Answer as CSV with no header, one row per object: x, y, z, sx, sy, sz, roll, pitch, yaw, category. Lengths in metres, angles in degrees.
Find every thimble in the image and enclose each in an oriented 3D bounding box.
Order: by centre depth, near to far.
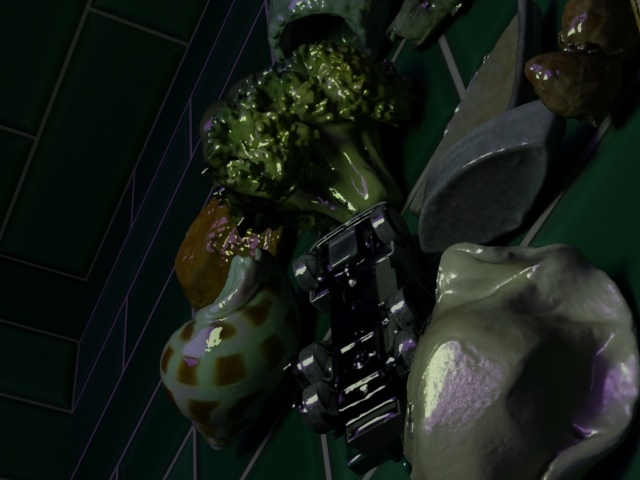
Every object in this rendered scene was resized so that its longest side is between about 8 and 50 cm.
0.016,-0.389,2.025,0.250,0.205,0.172,-23,51,54,thimble

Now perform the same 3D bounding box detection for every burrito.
0.180,-0.368,1.762,0.309,0.066,0.096,-38,33,58,burrito

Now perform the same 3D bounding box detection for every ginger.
0.290,-0.224,1.264,0.080,0.104,0.204,83,-149,-77,ginger

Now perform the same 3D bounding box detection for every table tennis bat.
0.000,0.000,2.023,0.083,0.007,0.050,-105,37,-56,table tennis bat

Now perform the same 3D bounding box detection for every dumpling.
0.197,0.157,1.158,0.243,0.187,0.318,-8,67,25,dumpling

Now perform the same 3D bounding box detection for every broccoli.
0.009,-0.122,1.811,0.281,0.348,0.293,52,171,32,broccoli

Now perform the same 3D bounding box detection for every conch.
-0.142,0.193,1.966,0.249,0.197,0.368,-41,-9,-45,conch

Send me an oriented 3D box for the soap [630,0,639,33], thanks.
0.365,-0.269,1.113,0.173,0.089,0.274,-53,27,42,soap

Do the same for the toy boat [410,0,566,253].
0.200,-0.116,1.442,0.276,0.111,0.293,-53,15,33,toy boat

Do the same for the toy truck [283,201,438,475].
0.075,0.125,1.420,0.176,0.178,0.363,-32,38,21,toy truck

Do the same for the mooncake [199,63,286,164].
-0.094,-0.205,2.149,0.275,0.135,0.275,-24,38,20,mooncake

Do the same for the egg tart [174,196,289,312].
-0.164,-0.001,2.273,0.351,0.153,0.339,6,75,69,egg tart
